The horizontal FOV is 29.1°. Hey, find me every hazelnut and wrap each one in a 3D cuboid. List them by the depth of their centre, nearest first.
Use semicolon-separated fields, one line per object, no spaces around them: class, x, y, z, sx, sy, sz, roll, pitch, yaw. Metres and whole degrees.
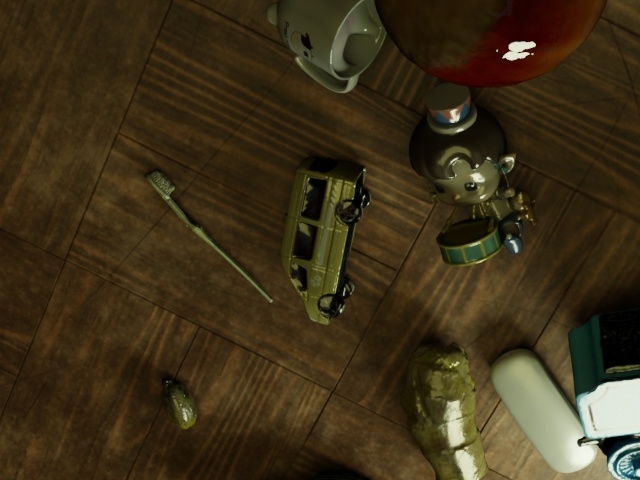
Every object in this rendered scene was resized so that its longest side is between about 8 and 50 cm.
hazelnut;0.224;-0.408;1.619;0.359;0.359;0.409;5;108;7

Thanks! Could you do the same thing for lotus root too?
lotus root;-0.242;0.274;2.100;0.049;0.054;0.099;-15;108;25

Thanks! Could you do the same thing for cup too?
cup;0.012;-0.314;1.793;0.142;0.173;0.134;32;85;27

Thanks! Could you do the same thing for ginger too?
ginger;0.199;0.284;2.006;0.109;0.116;0.263;14;127;48

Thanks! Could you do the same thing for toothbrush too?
toothbrush;-0.179;-0.002;1.997;0.028;0.026;0.294;-40;100;5

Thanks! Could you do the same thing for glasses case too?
glasses case;0.362;0.277;1.997;0.092;0.059;0.233;-33;103;21

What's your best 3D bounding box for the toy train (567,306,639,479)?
toy train;0.525;0.222;1.856;0.300;0.188;0.265;-11;130;13

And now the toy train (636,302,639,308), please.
toy train;0.588;0.046;1.872;0.048;0.055;0.252;42;112;-8

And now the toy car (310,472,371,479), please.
toy car;0.007;0.459;2.092;0.306;0.136;0.125;3;98;10

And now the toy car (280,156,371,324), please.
toy car;0.000;0.000;1.928;0.124;0.101;0.256;14;111;9

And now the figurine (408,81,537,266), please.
figurine;0.210;-0.101;1.820;0.161;0.158;0.275;-7;112;40
